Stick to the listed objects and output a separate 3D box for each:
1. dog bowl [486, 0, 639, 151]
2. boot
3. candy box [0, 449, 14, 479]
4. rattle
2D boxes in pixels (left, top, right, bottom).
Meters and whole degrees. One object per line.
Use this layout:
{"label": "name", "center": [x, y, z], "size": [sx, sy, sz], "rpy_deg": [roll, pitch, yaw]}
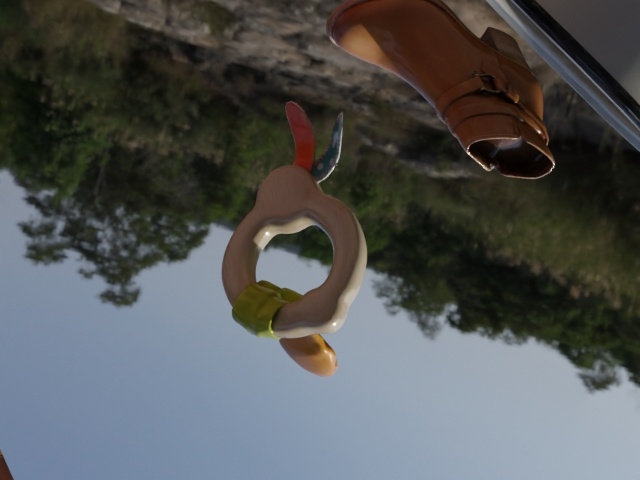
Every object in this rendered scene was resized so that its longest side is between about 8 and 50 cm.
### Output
{"label": "dog bowl", "center": [0.294, -0.245, 0.938], "size": [0.408, 0.150, 0.408], "rpy_deg": [42, -165, -14]}
{"label": "boot", "center": [0.105, -0.129, 0.756], "size": [0.197, 0.152, 0.073], "rpy_deg": [8, 140, -17]}
{"label": "candy box", "center": [-0.284, 0.182, 0.661], "size": [0.109, 0.053, 0.187], "rpy_deg": [26, -164, -49]}
{"label": "rattle", "center": [0.000, 0.000, 0.785], "size": [0.130, 0.200, 0.142], "rpy_deg": [-18, 148, 35]}
